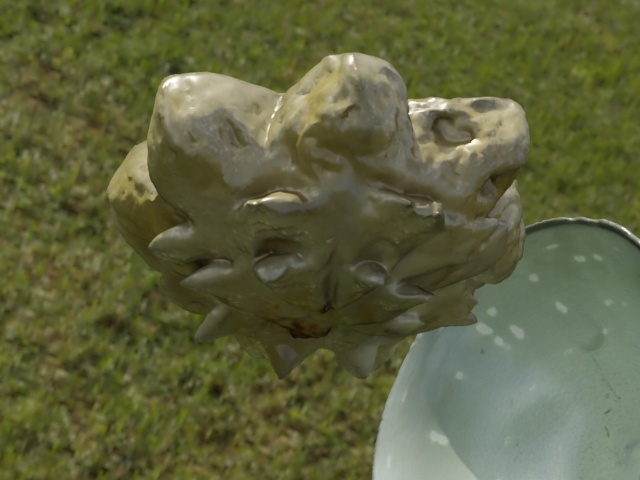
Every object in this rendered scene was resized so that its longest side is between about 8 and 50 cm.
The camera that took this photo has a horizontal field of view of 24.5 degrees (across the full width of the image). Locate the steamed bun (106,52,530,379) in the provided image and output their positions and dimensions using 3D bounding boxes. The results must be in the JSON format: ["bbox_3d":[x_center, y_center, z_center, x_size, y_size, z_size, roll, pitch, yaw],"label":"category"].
[{"bbox_3d":[0.000,0.000,0.946,0.292,0.295,0.137,41,47,-47],"label":"steamed bun"}]

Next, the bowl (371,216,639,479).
[{"bbox_3d":[0.195,0.151,1.135,0.146,0.313,0.313,29,30,-28],"label":"bowl"}]
